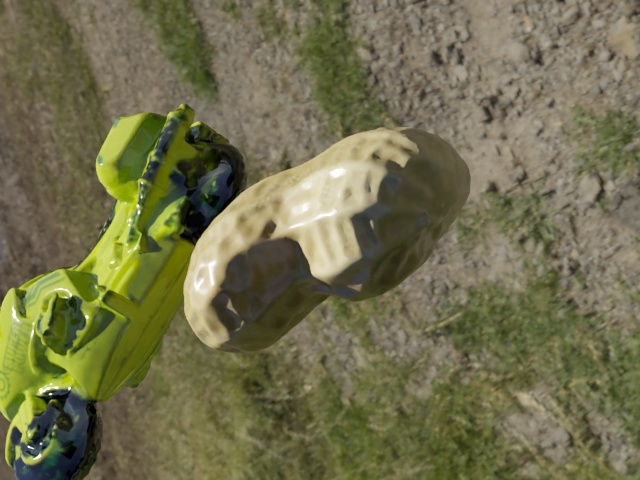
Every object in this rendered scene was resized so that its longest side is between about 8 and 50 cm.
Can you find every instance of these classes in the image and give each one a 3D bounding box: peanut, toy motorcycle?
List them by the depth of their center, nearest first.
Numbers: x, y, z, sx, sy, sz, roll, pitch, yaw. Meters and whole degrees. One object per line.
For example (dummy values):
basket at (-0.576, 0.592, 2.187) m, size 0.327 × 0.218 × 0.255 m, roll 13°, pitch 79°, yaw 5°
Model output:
peanut at (0.000, 0.000, 0.677) m, size 0.233 × 0.196 × 0.110 m, roll -25°, pitch 88°, yaw 13°
toy motorcycle at (-0.190, 0.045, 0.832) m, size 0.206 × 0.342 × 0.142 m, roll 22°, pitch 169°, yaw 38°
